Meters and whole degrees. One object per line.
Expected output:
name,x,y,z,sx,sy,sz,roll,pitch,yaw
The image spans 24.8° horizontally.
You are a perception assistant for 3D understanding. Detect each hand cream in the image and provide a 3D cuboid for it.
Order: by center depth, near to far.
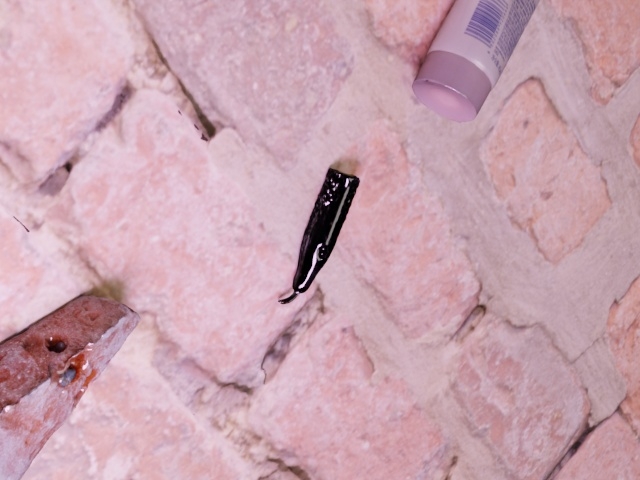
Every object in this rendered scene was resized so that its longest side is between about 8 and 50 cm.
hand cream,0.192,-0.259,1.654,0.248,0.083,0.133,-60,139,-19

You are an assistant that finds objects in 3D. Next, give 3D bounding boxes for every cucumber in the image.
cucumber,0.000,0.000,1.618,0.043,0.039,0.163,16,97,-26

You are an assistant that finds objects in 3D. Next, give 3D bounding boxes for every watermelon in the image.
watermelon,-0.272,0.150,1.408,0.241,0.094,0.154,-48,143,-19
